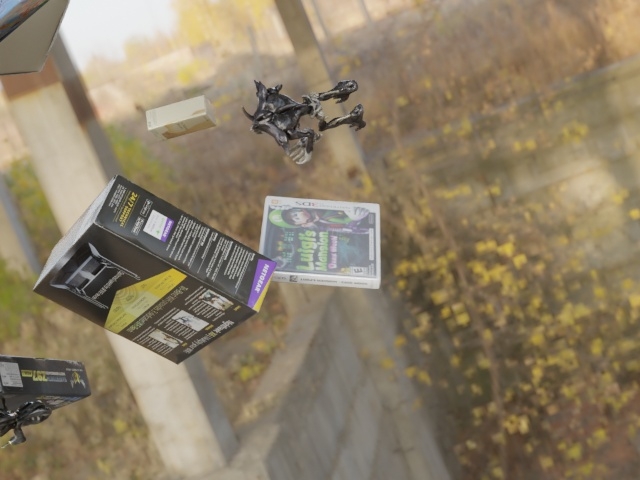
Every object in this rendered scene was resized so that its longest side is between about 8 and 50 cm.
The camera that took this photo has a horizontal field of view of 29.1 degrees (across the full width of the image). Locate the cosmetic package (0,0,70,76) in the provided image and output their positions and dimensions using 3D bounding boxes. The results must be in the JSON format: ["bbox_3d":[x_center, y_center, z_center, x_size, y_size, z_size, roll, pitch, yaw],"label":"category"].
[{"bbox_3d":[-0.497,-0.372,1.706,0.129,0.296,0.153,-15,-36,-53],"label":"cosmetic package"}]

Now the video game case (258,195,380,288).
[{"bbox_3d":[0.000,0.000,1.774,0.173,0.022,0.190,4,36,0],"label":"video game case"}]

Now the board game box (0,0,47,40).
[{"bbox_3d":[-0.406,-0.261,1.492,0.211,0.039,0.160,-33,11,27],"label":"board game box"}]

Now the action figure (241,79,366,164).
[{"bbox_3d":[-0.047,-0.231,2.372,0.275,0.164,0.141,-14,-22,-34],"label":"action figure"}]

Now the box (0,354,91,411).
[{"bbox_3d":[-0.466,0.223,1.755,0.183,0.059,0.232,-21,-15,16],"label":"box"}]

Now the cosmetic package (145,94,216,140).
[{"bbox_3d":[-0.252,-0.221,2.233,0.115,0.041,0.060,-14,-21,13],"label":"cosmetic package"}]

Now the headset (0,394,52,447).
[{"bbox_3d":[-0.522,0.122,1.533,0.243,0.394,0.185,-61,-21,11],"label":"headset"}]

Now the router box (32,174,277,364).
[{"bbox_3d":[-0.233,0.051,1.681,0.309,0.242,0.081,-34,30,57],"label":"router box"}]
